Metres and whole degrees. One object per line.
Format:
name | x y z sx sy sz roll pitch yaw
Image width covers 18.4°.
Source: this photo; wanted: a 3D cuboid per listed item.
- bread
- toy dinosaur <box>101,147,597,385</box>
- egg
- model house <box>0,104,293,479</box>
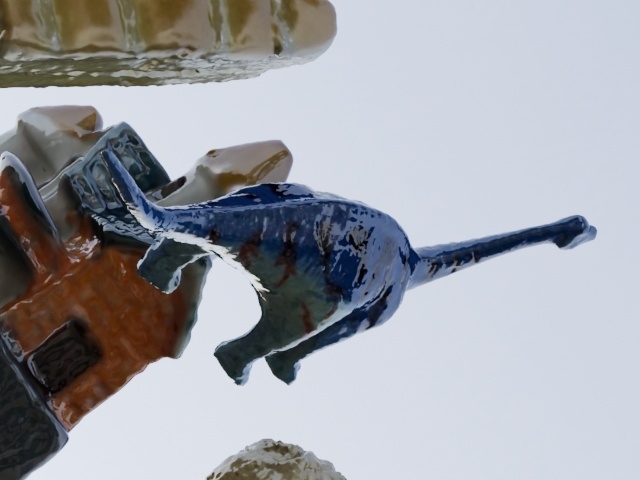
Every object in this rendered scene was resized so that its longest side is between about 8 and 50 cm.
bread | -0.116 -0.203 1.048 0.111 0.239 0.246 -17 -99 45
toy dinosaur | -0.009 0.018 1.012 0.144 0.329 0.076 -45 -129 36
egg | -0.029 0.203 1.362 0.118 0.116 0.140 11 -55 41
model house | -0.165 -0.008 1.276 0.190 0.301 0.271 58 -6 -15
